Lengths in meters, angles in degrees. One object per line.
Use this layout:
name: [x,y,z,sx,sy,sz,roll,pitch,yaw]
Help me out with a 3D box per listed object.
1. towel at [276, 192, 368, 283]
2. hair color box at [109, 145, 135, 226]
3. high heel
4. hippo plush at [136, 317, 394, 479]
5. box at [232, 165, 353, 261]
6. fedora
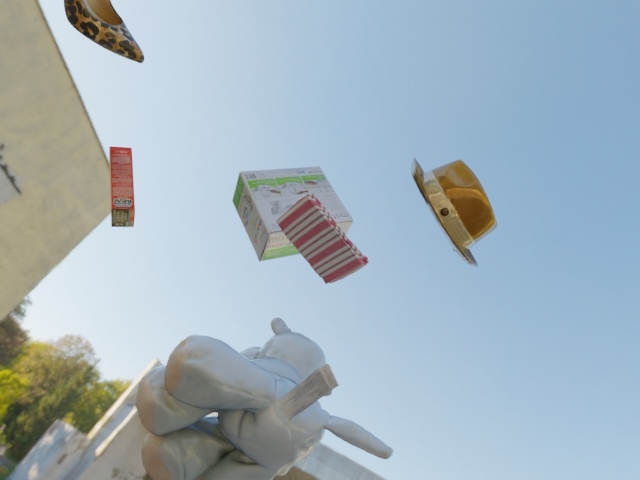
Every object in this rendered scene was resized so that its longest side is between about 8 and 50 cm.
towel: [0.000,0.000,0.959,0.197,0.029,0.144,51,-42,-5]
hair color box: [-0.468,-0.126,1.035,0.053,0.167,0.093,0,-25,-25]
high heel: [-0.411,-0.484,0.827,0.261,0.093,0.186,42,-63,-15]
hippo plush: [-0.088,0.190,0.608,0.294,0.236,0.234,-34,-81,15]
box: [-0.080,-0.085,1.234,0.231,0.261,0.127,61,-36,29]
fedora: [0.212,-0.057,0.669,0.079,0.194,0.194,-31,-67,19]
